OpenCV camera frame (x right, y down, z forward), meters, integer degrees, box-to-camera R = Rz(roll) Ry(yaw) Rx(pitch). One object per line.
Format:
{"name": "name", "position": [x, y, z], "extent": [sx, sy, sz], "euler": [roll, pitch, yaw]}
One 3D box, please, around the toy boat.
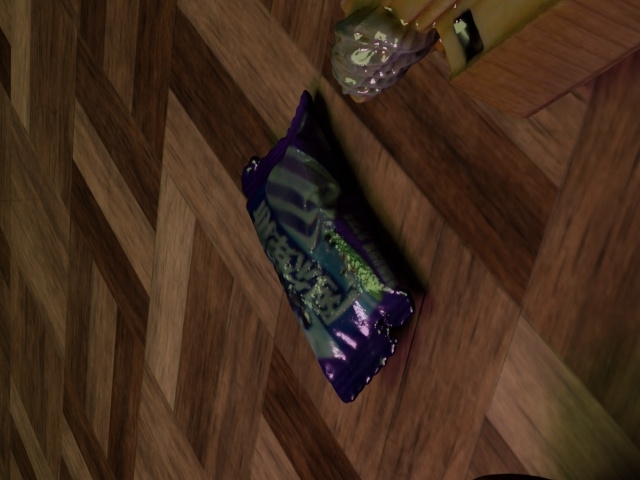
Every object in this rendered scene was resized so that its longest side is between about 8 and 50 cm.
{"name": "toy boat", "position": [0.139, -0.177, 0.724], "extent": [0.445, 0.136, 0.162], "euler": [-37, 71, 61]}

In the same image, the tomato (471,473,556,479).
{"name": "tomato", "position": [0.188, 0.296, 0.793], "extent": [0.338, 0.144, 0.338], "euler": [23, 116, 62]}

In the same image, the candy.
{"name": "candy", "position": [0.000, 0.000, 1.152], "extent": [0.145, 0.070, 0.275], "euler": [-59, 45, 43]}
